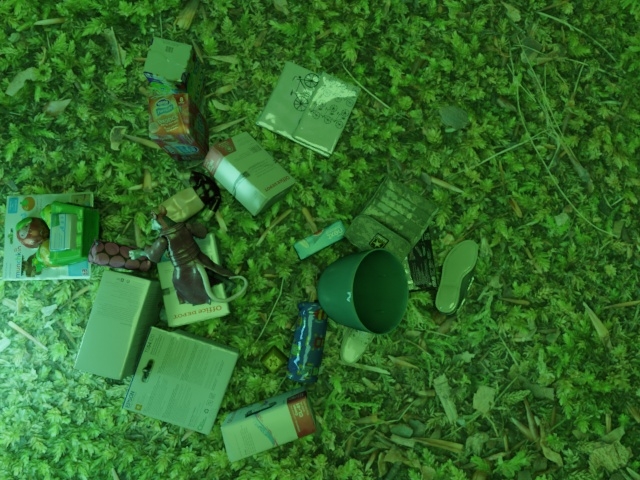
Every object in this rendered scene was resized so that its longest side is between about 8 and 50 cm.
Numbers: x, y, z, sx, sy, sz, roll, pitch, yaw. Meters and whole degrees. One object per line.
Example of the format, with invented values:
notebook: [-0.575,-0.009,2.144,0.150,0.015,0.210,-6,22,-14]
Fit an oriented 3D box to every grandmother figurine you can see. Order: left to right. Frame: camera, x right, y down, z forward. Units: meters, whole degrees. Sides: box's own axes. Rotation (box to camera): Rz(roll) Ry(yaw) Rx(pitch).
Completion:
grandmother figurine: [-0.473,-0.176,1.750,0.343,0.104,0.207,-32,111,-9]

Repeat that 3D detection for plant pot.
plant pot: [-0.175,0.452,1.693,0.081,0.083,0.081,44,84,3]
plant pot: [0.129,0.178,1.605,0.293,0.235,0.292,5,83,-42]

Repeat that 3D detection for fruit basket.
fruit basket: [-1.013,-0.018,1.670,0.354,0.165,0.326,0,84,1]

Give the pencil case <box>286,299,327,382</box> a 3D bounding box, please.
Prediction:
pencil case: [-0.050,0.371,1.690,0.133,0.119,0.305,4,81,41]

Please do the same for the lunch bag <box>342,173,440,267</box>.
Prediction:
lunch bag: [0.250,-0.061,1.658,0.235,0.169,0.287,34,91,-1]

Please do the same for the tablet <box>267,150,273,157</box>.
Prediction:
tablet: [-0.209,-0.313,1.818,0.054,0.006,0.083,-32,87,-6]

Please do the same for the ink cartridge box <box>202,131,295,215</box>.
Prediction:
ink cartridge box: [-0.265,-0.253,1.702,0.283,0.117,0.207,45,40,3]

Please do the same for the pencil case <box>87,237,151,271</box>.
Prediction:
pencil case: [-0.736,0.054,1.670,0.209,0.095,0.098,17,48,-38]

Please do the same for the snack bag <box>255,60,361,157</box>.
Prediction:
snack bag: [-0.049,-0.546,1.838,0.343,0.037,0.322,25,83,1]

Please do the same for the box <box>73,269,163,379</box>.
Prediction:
box: [-0.703,0.293,1.621,0.169,0.215,0.345,15,83,-1]

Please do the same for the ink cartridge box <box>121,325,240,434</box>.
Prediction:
ink cartridge box: [-0.502,0.500,1.645,0.330,0.071,0.323,21,92,-6]

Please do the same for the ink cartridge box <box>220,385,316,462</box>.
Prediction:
ink cartridge box: [-0.175,0.640,1.601,0.307,0.226,0.131,-17,84,-5]

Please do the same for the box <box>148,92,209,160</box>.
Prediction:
box: [-0.513,-0.408,1.667,0.142,0.300,0.153,-3,83,-1]

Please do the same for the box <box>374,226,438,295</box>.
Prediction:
box: [0.312,0.053,1.765,0.243,0.076,0.307,-7,84,-3]

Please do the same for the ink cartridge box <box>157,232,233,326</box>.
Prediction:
ink cartridge box: [-0.470,0.148,1.691,0.223,0.129,0.307,-12,84,-6]

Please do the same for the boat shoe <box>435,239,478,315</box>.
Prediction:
boat shoe: [0.538,0.149,1.770,0.116,0.099,0.319,12,68,36]

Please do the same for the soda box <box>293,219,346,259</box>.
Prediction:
soda box: [0.000,0.000,1.762,0.210,0.067,0.071,-28,86,-6]

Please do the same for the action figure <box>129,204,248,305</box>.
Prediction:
action figure: [-0.454,0.056,1.494,0.248,0.276,0.370,-37,115,-25]

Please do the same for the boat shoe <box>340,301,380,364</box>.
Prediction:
boat shoe: [0.159,0.345,1.714,0.098,0.096,0.277,28,83,0]

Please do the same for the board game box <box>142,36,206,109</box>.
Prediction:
board game box: [-0.539,-0.613,1.701,0.145,0.275,0.141,13,83,-1]
